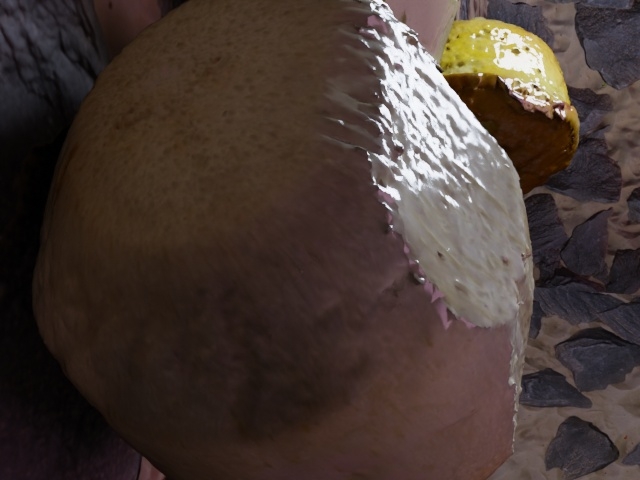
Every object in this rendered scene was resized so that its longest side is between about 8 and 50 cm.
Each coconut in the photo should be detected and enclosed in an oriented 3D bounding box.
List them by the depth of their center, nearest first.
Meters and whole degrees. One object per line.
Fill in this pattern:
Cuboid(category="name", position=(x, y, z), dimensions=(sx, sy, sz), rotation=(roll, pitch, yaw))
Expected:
Cuboid(category="coconut", position=(-0.009, 0.020, 0.599), dimensions=(0.415, 0.345, 0.415), rotation=(3, 90, -67))

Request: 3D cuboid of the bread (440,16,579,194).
Cuboid(category="bread", position=(0.247, -0.198, 1.300), dimensions=(0.398, 0.399, 0.215), rotation=(60, 27, -58))

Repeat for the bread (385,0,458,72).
Cuboid(category="bread", position=(0.038, -0.245, 0.900), dimensions=(0.224, 0.142, 0.211), rotation=(27, 102, -32))

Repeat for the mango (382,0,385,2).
Cuboid(category="mango", position=(-0.022, -0.296, 0.713), dimensions=(0.173, 0.212, 0.317), rotation=(-142, -132, -66))
